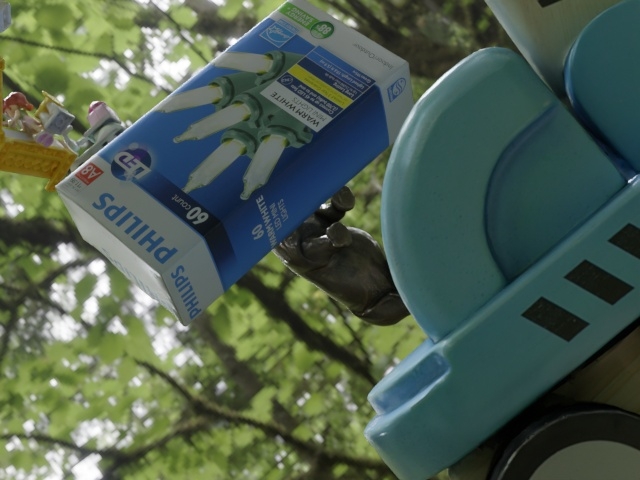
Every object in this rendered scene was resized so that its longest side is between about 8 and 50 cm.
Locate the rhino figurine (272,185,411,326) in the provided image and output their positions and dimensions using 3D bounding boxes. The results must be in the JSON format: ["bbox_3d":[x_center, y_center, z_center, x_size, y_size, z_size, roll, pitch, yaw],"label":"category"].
[{"bbox_3d":[0.000,0.000,1.113,0.106,0.243,0.073,-45,15,53],"label":"rhino figurine"}]

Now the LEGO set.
[{"bbox_3d":[-0.302,-0.141,1.096,0.132,0.107,0.287,-43,-28,-3],"label":"LEGO set"}]

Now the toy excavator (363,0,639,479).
[{"bbox_3d":[0.140,-0.088,0.666,0.433,0.445,0.222,-41,-3,3],"label":"toy excavator"}]

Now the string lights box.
[{"bbox_3d":[-0.061,-0.068,0.939,0.259,0.133,0.077,-42,-32,-19],"label":"string lights box"}]
